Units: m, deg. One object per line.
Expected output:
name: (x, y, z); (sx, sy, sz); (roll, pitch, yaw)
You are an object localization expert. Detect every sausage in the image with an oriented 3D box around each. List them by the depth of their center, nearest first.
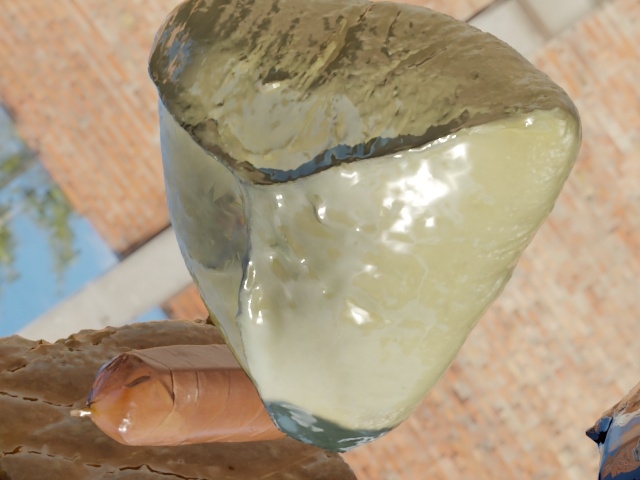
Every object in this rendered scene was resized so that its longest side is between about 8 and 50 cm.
sausage: (-0.081, 0.097, 1.160); (0.169, 0.065, 0.065); (4, -131, -50)

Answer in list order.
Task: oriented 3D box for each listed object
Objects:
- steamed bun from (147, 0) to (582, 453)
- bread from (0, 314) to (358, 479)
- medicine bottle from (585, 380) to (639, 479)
steamed bun: (-0.013, -0.027, 0.852); (0.110, 0.231, 0.212); (-12, -131, -47)
bread: (-0.134, 0.216, 1.372); (0.279, 0.207, 0.279); (-5, -145, -28)
medicine bottle: (0.214, 0.173, 0.951); (0.242, 0.395, 0.243); (23, -128, -31)
